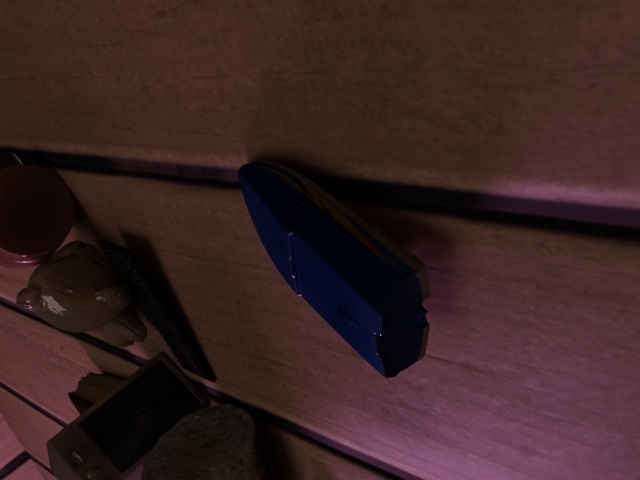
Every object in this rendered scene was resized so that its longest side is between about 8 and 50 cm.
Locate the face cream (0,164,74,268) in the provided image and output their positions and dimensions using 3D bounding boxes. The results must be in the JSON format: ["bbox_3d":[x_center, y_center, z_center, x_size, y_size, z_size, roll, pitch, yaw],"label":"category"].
[{"bbox_3d":[-0.474,-0.036,1.432,0.149,0.149,0.104,54,151,-4],"label":"face cream"}]

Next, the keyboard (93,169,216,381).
[{"bbox_3d":[-0.266,0.069,1.366,0.103,0.041,0.381,14,133,48],"label":"keyboard"}]

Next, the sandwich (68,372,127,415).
[{"bbox_3d":[-0.423,0.331,1.818,0.258,0.094,0.096,-2,117,56],"label":"sandwich"}]

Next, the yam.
[{"bbox_3d":[-0.152,0.412,1.447,0.271,0.202,0.201,67,169,-27],"label":"yam"}]

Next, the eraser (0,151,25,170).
[{"bbox_3d":[-0.622,-0.066,1.658,0.404,0.098,0.096,-13,111,57],"label":"eraser"}]

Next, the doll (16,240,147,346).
[{"bbox_3d":[-0.376,0.095,1.476,0.278,0.175,0.149,94,171,-69],"label":"doll"}]

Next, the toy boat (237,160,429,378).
[{"bbox_3d":[0.000,0.000,0.894,0.295,0.088,0.129,42,151,39],"label":"toy boat"}]

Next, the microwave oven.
[{"bbox_3d":[-0.328,0.338,1.544,0.145,0.240,0.194,44,150,12],"label":"microwave oven"}]
